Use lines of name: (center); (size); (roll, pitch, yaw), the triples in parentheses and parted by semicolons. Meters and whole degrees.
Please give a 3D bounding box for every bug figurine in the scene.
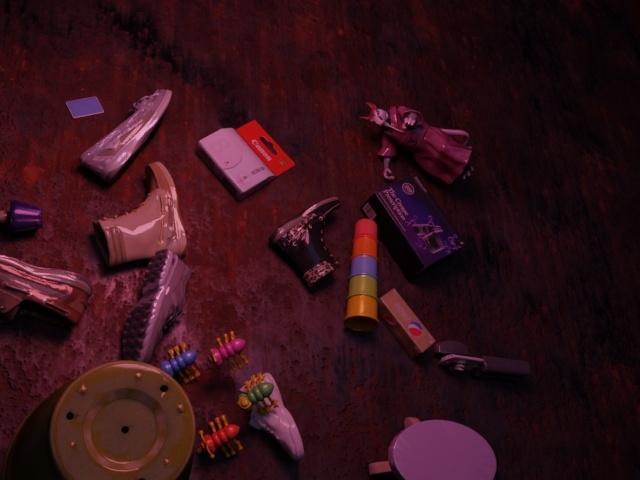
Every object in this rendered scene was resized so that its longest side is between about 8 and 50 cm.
bug figurine: (-0.227, 0.327, 1.491); (0.216, 0.072, 0.279); (-32, 76, -8)

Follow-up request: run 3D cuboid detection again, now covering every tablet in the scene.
tablet: (-0.615, -0.347, 1.758); (0.083, 0.006, 0.054); (-20, 73, -34)

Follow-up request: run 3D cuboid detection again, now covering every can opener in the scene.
can opener: (0.446, 0.329, 1.839); (0.280, 0.074, 0.093); (14, 57, -18)

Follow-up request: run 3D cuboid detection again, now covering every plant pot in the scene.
plant pot: (-0.385, 0.387, 1.237); (0.366, 0.353, 0.367); (11, 59, -19)

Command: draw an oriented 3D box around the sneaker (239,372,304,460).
sneaker: (-0.114, 0.414, 1.534); (0.094, 0.080, 0.212); (-22, 66, -21)

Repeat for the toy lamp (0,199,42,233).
toy lamp: (-0.759, -0.056, 1.481); (0.274, 0.080, 0.080); (4, 61, -23)

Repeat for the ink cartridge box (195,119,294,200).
ink cartridge box: (-0.200, -0.240, 1.867); (0.232, 0.066, 0.189); (-38, 82, -32)

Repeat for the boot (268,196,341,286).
boot: (-0.001, 0.001, 1.807); (0.236, 0.085, 0.179); (-33, 82, -29)

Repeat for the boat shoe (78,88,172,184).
boat shoe: (-0.484, -0.285, 1.721); (0.103, 0.118, 0.321); (34, 60, -10)

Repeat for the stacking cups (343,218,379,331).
stacking cups: (0.124, 0.084, 1.813); (0.095, 0.096, 0.316); (19, 56, -15)

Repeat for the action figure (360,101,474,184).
action figure: (0.297, -0.325, 2.033); (0.370, 0.248, 0.276); (32, 53, -9)

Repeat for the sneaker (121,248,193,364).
sneaker: (-0.356, 0.163, 1.531); (0.115, 0.105, 0.282); (34, 62, -38)

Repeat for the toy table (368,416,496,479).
toy table: (0.255, 0.525, 1.583); (0.274, 0.161, 0.252); (19, 56, -16)

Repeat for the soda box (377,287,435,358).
soda box: (0.221, 0.222, 1.803); (0.061, 0.058, 0.181); (-31, 80, -35)

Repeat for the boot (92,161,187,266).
boot: (-0.447, -0.066, 1.626); (0.203, 0.095, 0.262); (-9, 73, -28)

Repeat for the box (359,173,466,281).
box: (0.267, -0.041, 1.950); (0.184, 0.103, 0.261); (-24, 75, -36)

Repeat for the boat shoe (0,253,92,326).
boat shoe: (-0.652, 0.108, 1.414); (0.324, 0.123, 0.117); (12, 60, -17)
